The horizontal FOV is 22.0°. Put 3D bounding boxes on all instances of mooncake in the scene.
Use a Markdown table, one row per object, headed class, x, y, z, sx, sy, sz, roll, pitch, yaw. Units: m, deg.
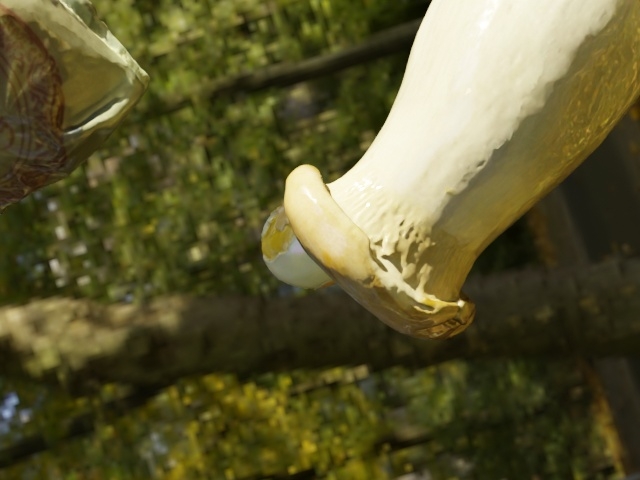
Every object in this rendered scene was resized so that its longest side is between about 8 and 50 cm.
| class | x | y | z | sx | sy | sz | roll | pitch | yaw |
| --- | --- | --- | --- | --- | --- | --- | --- | --- | --- |
| mooncake | -0.170 | -0.079 | 0.811 | 0.130 | 0.125 | 0.073 | 49 | -140 | -16 |

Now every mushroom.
| class | x | y | z | sx | sy | sz | roll | pitch | yaw |
| --- | --- | --- | --- | --- | --- | --- | --- | --- | --- |
| mushroom | 0.072 | -0.057 | 0.658 | 0.088 | 0.212 | 0.097 | 24 | 164 | 29 |

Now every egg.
| class | x | y | z | sx | sy | sz | roll | pitch | yaw |
| --- | --- | --- | --- | --- | --- | --- | --- | --- | --- |
| egg | 0.000 | 0.000 | 1.219 | 0.071 | 0.083 | 0.071 | 22 | -119 | -47 |
